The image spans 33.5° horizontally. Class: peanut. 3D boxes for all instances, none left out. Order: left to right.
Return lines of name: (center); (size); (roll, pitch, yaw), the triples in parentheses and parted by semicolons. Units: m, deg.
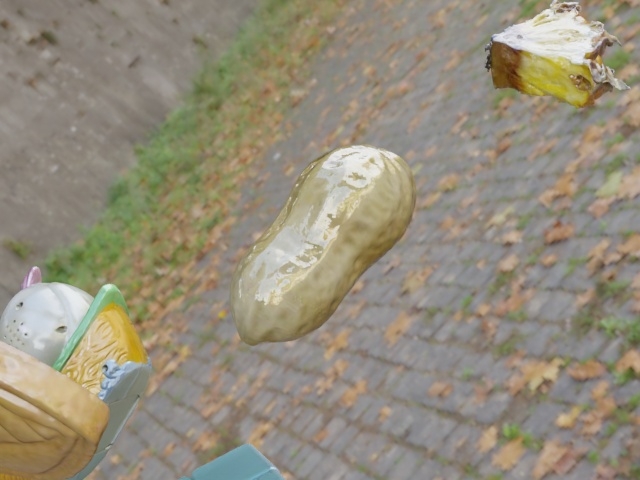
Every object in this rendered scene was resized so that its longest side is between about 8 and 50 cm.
peanut: (0.000, 0.000, 0.956); (0.120, 0.110, 0.236); (-15, 28, 54)

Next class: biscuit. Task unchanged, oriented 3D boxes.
biscuit: (-0.205, 0.086, 0.578); (0.221, 0.142, 0.029); (1, 48, 32)

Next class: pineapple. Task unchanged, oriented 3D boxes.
pineapple: (0.201, -0.159, 0.923); (0.116, 0.069, 0.137); (-6, 25, 1)

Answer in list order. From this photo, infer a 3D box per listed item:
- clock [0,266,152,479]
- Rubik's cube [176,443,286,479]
clock: (-0.240, 0.127, 0.936); (0.231, 0.144, 0.103); (-58, -21, 15)
Rubik's cube: (-0.095, 0.353, 1.001); (0.225, 0.221, 0.231); (-25, 7, -13)
